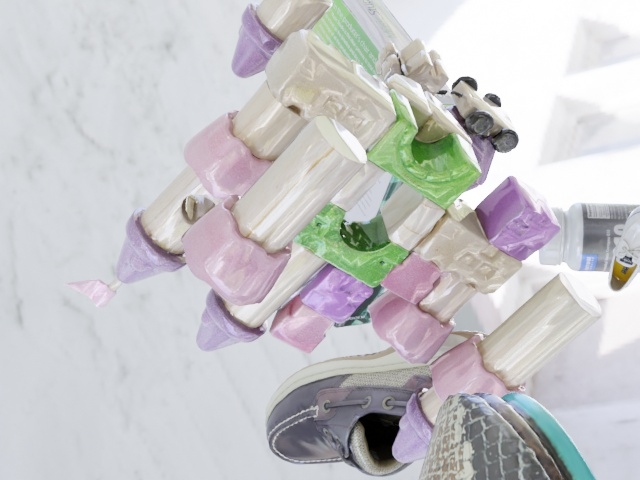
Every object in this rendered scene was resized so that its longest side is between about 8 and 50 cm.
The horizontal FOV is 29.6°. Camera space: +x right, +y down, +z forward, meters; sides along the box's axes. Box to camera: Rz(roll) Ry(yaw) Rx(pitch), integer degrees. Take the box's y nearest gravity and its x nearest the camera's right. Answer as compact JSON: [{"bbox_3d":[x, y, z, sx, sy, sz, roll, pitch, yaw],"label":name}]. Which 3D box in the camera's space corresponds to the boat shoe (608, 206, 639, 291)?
[{"bbox_3d":[0.301,0.011,1.172,0.035,0.035,0.100,-52,-17,-43],"label":"boat shoe"}]

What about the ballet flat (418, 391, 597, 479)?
[{"bbox_3d":[0.116,0.301,0.500,0.483,0.182,0.164,61,172,-15],"label":"ballet flat"}]

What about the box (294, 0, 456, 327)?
[{"bbox_3d":[0.034,-0.095,1.360,0.058,0.322,0.232,-7,-134,-27],"label":"box"}]

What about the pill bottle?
[{"bbox_3d":[0.313,-0.003,1.340,0.078,0.137,0.078,1,-90,-85],"label":"pill bottle"}]

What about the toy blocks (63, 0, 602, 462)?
[{"bbox_3d":[0.000,0.000,0.915,0.288,0.260,0.309,30,-152,-28],"label":"toy blocks"}]

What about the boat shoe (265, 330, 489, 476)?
[{"bbox_3d":[0.049,0.157,1.051,0.103,0.285,0.092,39,-133,-30],"label":"boat shoe"}]
